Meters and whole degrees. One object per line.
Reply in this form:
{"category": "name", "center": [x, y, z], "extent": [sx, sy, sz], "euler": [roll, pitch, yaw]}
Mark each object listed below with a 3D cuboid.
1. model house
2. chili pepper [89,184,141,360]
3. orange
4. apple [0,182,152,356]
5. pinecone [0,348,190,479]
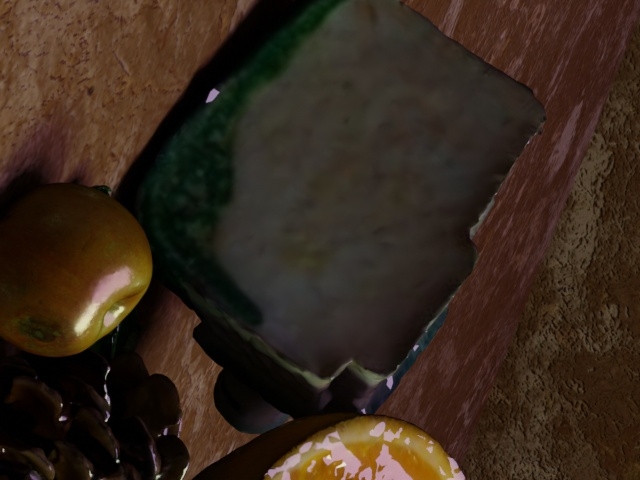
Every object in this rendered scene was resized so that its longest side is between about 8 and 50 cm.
{"category": "model house", "center": [0.002, 0.001, 1.538], "extent": [0.298, 0.243, 0.284], "euler": [-51, 170, -22]}
{"category": "chili pepper", "center": [-0.162, 0.045, 1.387], "extent": [0.108, 0.062, 0.216], "euler": [-81, -179, -48]}
{"category": "orange", "center": [-0.017, 0.270, 1.394], "extent": [0.310, 0.274, 0.274], "euler": [-40, 165, 5]}
{"category": "apple", "center": [-0.165, 0.020, 1.247], "extent": [0.114, 0.102, 0.099], "euler": [-53, 164, -26]}
{"category": "pinecone", "center": [-0.191, 0.156, 1.282], "extent": [0.204, 0.179, 0.184], "euler": [22, 74, -58]}
